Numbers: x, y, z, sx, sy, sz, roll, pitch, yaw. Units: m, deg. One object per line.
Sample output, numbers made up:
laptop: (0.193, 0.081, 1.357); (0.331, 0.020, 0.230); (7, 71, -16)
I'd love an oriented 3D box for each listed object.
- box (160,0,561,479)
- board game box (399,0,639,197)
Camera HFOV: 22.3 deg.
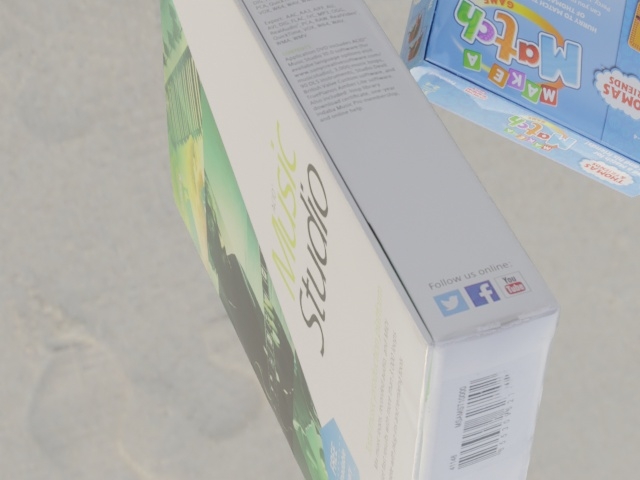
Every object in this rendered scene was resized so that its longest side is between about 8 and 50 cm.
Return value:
box: (0.000, 0.000, 0.734); (0.058, 0.322, 0.232); (-14, 138, -15)
board game box: (0.135, -0.150, 0.911); (0.160, 0.211, 0.039); (23, 152, -19)
